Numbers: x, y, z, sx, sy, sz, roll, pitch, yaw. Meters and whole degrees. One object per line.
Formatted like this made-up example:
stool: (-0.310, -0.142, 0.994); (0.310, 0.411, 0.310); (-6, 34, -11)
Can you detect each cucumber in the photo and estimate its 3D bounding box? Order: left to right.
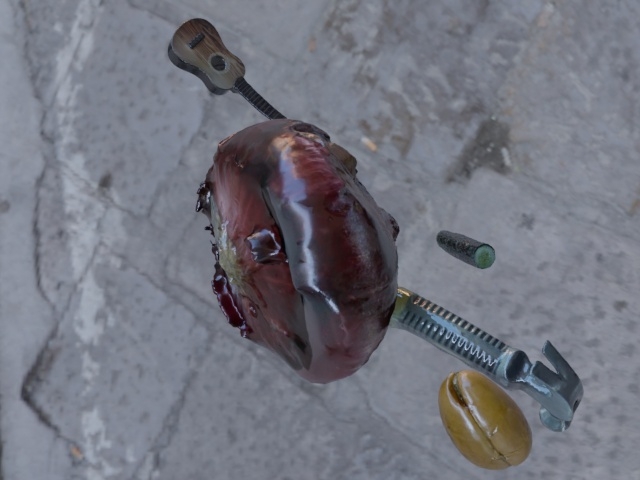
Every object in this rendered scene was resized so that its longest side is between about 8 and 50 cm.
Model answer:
cucumber: (0.174, 0.008, 1.283); (0.032, 0.032, 0.133); (-68, 20, 3)

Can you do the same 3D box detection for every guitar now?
guitar: (-0.115, -0.225, 1.567); (0.084, 0.271, 0.038); (-51, 6, -27)

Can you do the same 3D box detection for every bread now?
bread: (0.243, 0.275, 1.535); (0.114, 0.189, 0.077); (-26, 27, 26)

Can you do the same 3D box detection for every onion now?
onion: (0.000, 0.000, 1.025); (0.272, 0.195, 0.272); (43, 144, 43)

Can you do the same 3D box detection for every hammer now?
hammer: (0.165, 0.114, 1.075); (0.227, 0.158, 0.041); (29, 72, 23)
